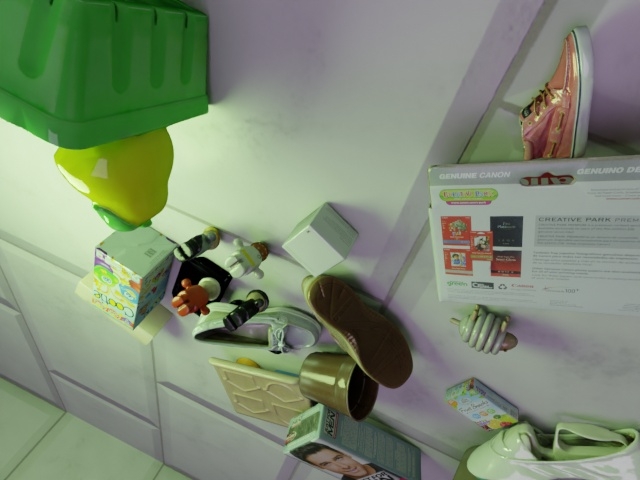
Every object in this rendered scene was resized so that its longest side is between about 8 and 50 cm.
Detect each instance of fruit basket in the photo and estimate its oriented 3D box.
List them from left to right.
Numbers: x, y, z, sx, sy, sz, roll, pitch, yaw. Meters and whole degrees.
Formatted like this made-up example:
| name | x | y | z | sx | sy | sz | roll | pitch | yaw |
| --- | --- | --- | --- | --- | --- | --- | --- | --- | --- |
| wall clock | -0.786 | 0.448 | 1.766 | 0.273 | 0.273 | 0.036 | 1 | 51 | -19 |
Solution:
| name | x | y | z | sx | sy | sz | roll | pitch | yaw |
| --- | --- | --- | --- | --- | --- | --- | --- | --- | --- |
| fruit basket | -0.350 | -0.209 | 0.661 | 0.283 | 0.392 | 0.392 | 29 | 133 | 2 |

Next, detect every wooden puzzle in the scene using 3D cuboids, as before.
| name | x | y | z | sx | sy | sz | roll | pitch | yaw |
| --- | --- | --- | --- | --- | --- | --- | --- | --- | --- |
| wooden puzzle | -0.163 | 0.487 | 1.342 | 0.323 | 0.080 | 0.347 | 6 | 133 | 22 |

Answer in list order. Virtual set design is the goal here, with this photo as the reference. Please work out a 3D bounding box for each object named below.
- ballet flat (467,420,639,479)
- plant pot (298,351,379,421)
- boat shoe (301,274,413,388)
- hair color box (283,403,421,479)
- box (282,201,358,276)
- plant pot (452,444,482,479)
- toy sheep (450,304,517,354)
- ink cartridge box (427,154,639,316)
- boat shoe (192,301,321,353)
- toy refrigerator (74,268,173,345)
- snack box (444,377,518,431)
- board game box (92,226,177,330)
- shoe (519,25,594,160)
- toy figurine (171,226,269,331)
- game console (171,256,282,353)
| name | x | y | z | sx | sy | sz | roll | pitch | yaw |
| --- | --- | --- | --- | --- | --- | --- | --- | --- | --- |
| ballet flat | 0.538 | 0.484 | 0.976 | 0.401 | 0.139 | 0.139 | -14 | 119 | 29 |
| plant pot | 0.044 | 0.367 | 1.091 | 0.165 | 0.167 | 0.166 | 0 | 127 | 36 |
| boat shoe | 0.088 | 0.203 | 0.973 | 0.341 | 0.122 | 0.110 | 51 | 168 | -14 |
| hair color box | 0.100 | 0.631 | 1.248 | 0.375 | 0.113 | 0.185 | 33 | 129 | -16 |
| box | 0.000 | 0.000 | 0.851 | 0.101 | 0.087 | 0.102 | 44 | 132 | -12 |
| plant pot | 0.456 | 0.714 | 1.079 | 0.324 | 0.280 | 0.322 | 13 | 130 | 16 |
| toy sheep | 0.330 | 0.183 | 0.846 | 0.132 | 0.091 | 0.091 | 22 | 134 | 27 |
| ink cartridge box | 0.334 | -0.031 | 0.630 | 0.310 | 0.130 | 0.271 | 2 | 130 | 24 |
| boat shoe | -0.159 | 0.236 | 1.070 | 0.321 | 0.103 | 0.118 | 10 | 120 | 1 |
| toy refrigerator | -0.611 | 0.199 | 1.303 | 0.270 | 0.102 | 0.094 | 40 | 133 | -10 |
| snack box | 0.394 | 0.405 | 1.025 | 0.141 | 0.037 | 0.100 | 36 | 132 | -5 |
| board game box | -0.513 | 0.097 | 1.142 | 0.142 | 0.144 | 0.275 | 32 | 133 | 0 |
| shoe | 0.313 | -0.186 | 0.563 | 0.081 | 0.063 | 0.177 | -4 | 130 | 23 |
| toy figurine | -0.224 | 0.084 | 0.974 | 0.213 | 0.148 | 0.209 | 11 | 107 | 17 |
| game console | -0.239 | 0.190 | 1.154 | 0.362 | 0.044 | 0.213 | 32 | 134 | -2 |
